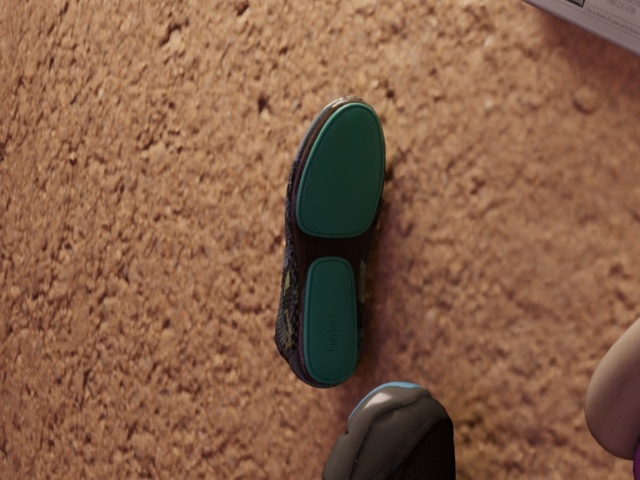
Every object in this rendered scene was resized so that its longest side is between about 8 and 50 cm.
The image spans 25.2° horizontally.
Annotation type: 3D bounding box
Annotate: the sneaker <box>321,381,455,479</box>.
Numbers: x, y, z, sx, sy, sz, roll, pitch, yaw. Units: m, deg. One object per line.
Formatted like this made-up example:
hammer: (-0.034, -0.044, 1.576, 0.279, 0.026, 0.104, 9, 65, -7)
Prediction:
sneaker: (0.069, 0.250, 0.800, 0.140, 0.125, 0.340, -3, 81, 25)

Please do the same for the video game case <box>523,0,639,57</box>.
video game case: (0.190, -0.182, 0.723, 0.201, 0.023, 0.183, 40, 118, 48)

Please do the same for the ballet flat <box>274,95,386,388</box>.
ballet flat: (0.000, 0.000, 0.931, 0.070, 0.070, 0.188, 10, 92, 53)

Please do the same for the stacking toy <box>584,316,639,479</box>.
stacking toy: (0.245, 0.158, 0.551, 0.141, 0.141, 0.330, -54, 55, 36)
